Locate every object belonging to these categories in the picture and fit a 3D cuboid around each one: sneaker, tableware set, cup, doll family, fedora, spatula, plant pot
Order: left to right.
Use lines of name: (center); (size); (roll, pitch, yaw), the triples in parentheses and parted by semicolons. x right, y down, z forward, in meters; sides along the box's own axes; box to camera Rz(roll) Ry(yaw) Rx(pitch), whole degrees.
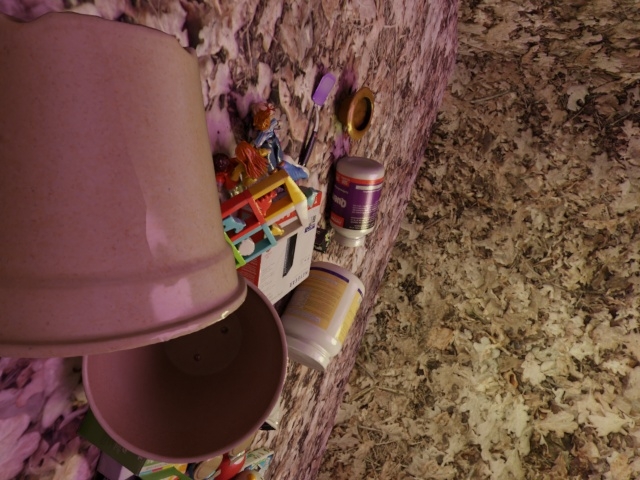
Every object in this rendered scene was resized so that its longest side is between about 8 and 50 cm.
plant pot: (-0.259, -0.078, 0.501); (0.333, 0.333, 0.306); (-24, 118, -64)
cup: (-0.237, 0.203, 0.808); (0.237, 0.330, 0.332); (172, -62, -81)
tableware set: (-0.268, 0.577, 1.150); (0.194, 0.039, 0.129); (-18, 130, -43)
doll family: (-0.134, -0.202, 0.942); (0.263, 0.118, 0.163); (-62, 158, -26)
sneaker: (-0.085, -0.178, 1.180); (0.152, 0.058, 0.085); (25, 78, -66)
spatula: (-0.017, -0.350, 1.258); (0.084, 0.030, 0.297); (-5, 112, -68)
fedora: (0.117, -0.446, 1.460); (0.194, 0.079, 0.195); (-43, 145, -42)

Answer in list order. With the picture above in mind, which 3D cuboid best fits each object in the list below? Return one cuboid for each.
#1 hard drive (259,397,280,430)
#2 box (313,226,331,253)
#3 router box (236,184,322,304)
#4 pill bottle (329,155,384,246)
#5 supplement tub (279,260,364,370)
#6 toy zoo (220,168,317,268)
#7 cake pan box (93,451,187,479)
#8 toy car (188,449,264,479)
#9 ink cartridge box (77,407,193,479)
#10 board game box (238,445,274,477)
hard drive: (-0.191, 0.389, 1.214); (0.339, 0.064, 0.237); (67, 19, -51)
box: (0.000, 0.000, 1.571); (0.083, 0.052, 0.062); (73, 39, -60)
router box: (-0.120, 0.018, 1.222); (0.335, 0.082, 0.302); (-35, 138, -59)
pill bottle: (0.131, -0.145, 1.605); (0.181, 0.181, 0.323); (-41, 144, -55)
supplement tub: (-0.005, 0.268, 1.509); (0.332, 0.240, 0.241); (-62, 158, -26)
toy zoo: (-0.138, -0.044, 0.952); (0.293, 0.030, 0.192); (-32, 146, -7)
cake pan box: (-0.400, 0.527, 0.944); (0.267, 0.070, 0.246); (17, 89, -69)
toy car: (-0.235, 0.709, 1.243); (0.219, 0.237, 0.211); (-28, 140, -58)
ink cartridge box: (-0.331, 0.378, 0.784); (0.062, 0.209, 0.109); (-64, 159, -13)
board game box: (-0.286, 0.910, 1.590); (0.193, 0.053, 0.305); (-67, 160, -11)
